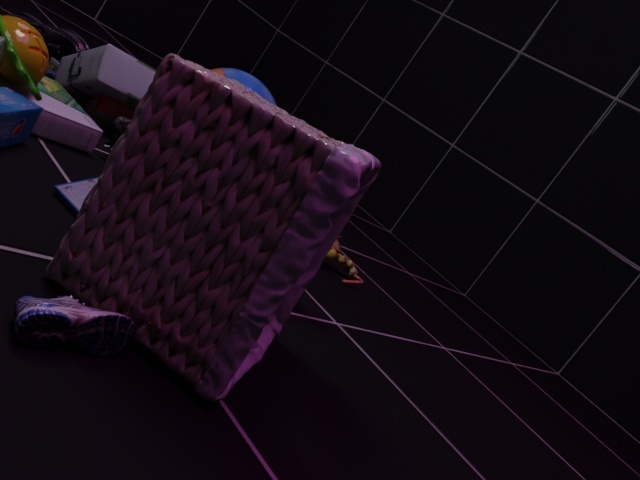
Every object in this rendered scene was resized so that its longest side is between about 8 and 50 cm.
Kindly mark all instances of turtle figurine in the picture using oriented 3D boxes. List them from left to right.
[{"bbox_3d":[0.000,0.000,1.665,0.269,0.087,0.217,31,12,-20],"label":"turtle figurine"}]

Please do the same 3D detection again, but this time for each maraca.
[{"bbox_3d":[-0.528,-0.321,1.120,0.186,0.099,0.127,55,-10,37],"label":"maraca"}]

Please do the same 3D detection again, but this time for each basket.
[{"bbox_3d":[-0.113,-0.033,0.843,0.266,0.331,0.328,34,10,3],"label":"basket"}]

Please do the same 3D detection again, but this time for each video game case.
[{"bbox_3d":[-0.315,-0.064,1.014,0.119,0.015,0.166,40,37,25],"label":"video game case"}]

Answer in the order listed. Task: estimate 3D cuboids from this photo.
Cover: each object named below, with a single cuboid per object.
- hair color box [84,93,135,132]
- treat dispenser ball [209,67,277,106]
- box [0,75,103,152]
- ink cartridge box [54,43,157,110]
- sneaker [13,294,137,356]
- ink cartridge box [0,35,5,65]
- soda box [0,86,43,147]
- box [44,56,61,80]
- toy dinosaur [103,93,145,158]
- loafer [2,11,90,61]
[{"bbox_3d":[-0.471,-0.285,1.495,0.071,0.043,0.141,-8,-23,40],"label":"hair color box"},{"bbox_3d":[-0.250,-0.309,1.695,0.288,0.288,0.288,34,11,-7],"label":"treat dispenser ball"},{"bbox_3d":[-0.589,-0.282,1.174,0.232,0.059,0.322,42,13,32],"label":"box"},{"bbox_3d":[-0.496,-0.368,1.495,0.219,0.093,0.160,3,-14,42],"label":"ink cartridge box"},{"bbox_3d":[-0.254,0.081,0.668,0.135,0.052,0.058,23,12,-49],"label":"sneaker"},{"bbox_3d":[-0.616,-0.297,0.943,0.234,0.056,0.171,15,23,-15],"label":"ink cartridge box"},{"bbox_3d":[-0.508,-0.186,0.976,0.067,0.071,0.210,31,11,-8],"label":"soda box"},{"bbox_3d":[-0.610,-0.398,1.614,0.059,0.054,0.169,41,12,25],"label":"box"},{"bbox_3d":[-0.325,-0.193,1.372,0.321,0.165,0.218,13,-15,16],"label":"toy dinosaur"},{"bbox_3d":[-0.725,-0.511,1.649,0.302,0.109,0.095,28,24,23],"label":"loafer"}]
